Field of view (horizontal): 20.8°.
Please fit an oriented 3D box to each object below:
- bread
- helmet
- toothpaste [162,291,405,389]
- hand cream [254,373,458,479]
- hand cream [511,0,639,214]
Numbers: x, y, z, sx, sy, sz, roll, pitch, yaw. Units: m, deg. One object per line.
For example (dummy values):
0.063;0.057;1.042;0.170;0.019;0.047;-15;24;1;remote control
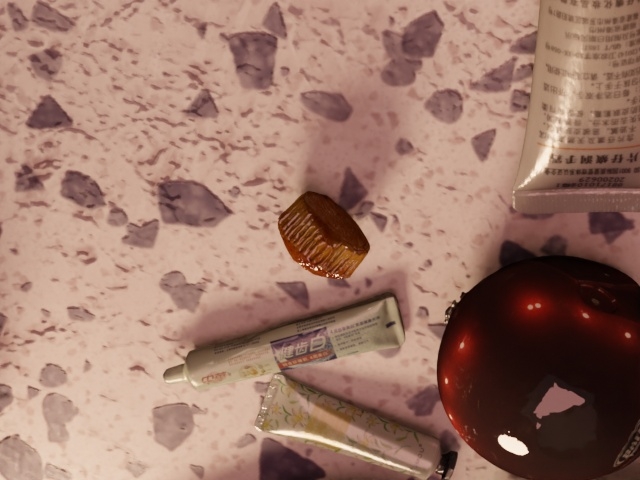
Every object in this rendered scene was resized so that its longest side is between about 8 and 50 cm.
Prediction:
0.000;0.000;1.548;0.085;0.085;0.053;37;111;-16;bread
0.203;0.117;1.555;0.216;0.193;0.189;40;119;29;helmet
-0.035;0.101;1.630;0.233;0.038;0.060;-14;120;6;toothpaste
0.036;0.186;1.668;0.194;0.042;0.067;19;118;-3;hand cream
0.238;-0.151;1.459;0.140;0.089;0.314;1;122;2;hand cream
